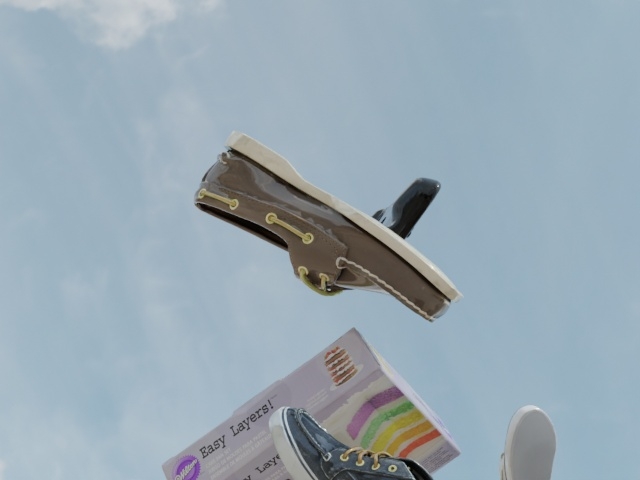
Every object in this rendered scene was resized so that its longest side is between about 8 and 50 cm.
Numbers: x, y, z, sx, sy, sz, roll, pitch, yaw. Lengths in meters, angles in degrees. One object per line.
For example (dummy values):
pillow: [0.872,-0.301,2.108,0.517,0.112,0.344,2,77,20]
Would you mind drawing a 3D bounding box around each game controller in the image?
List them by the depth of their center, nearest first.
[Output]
game controller: [0.093,-0.005,1.432,0.067,0.166,0.319,46,-12,-1]

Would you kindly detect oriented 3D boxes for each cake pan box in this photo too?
cake pan box: [-0.005,0.242,1.044,0.267,0.070,0.246,-35,-45,3]

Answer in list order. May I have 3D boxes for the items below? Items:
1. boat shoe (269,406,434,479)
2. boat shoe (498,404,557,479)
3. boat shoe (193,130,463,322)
boat shoe: [0.037,0.194,0.791,0.083,0.065,0.183,-46,-115,15]
boat shoe: [0.329,0.380,1.573,0.095,0.084,0.258,-11,-69,-21]
boat shoe: [0.000,0.000,1.003,0.324,0.097,0.116,35,-4,25]
